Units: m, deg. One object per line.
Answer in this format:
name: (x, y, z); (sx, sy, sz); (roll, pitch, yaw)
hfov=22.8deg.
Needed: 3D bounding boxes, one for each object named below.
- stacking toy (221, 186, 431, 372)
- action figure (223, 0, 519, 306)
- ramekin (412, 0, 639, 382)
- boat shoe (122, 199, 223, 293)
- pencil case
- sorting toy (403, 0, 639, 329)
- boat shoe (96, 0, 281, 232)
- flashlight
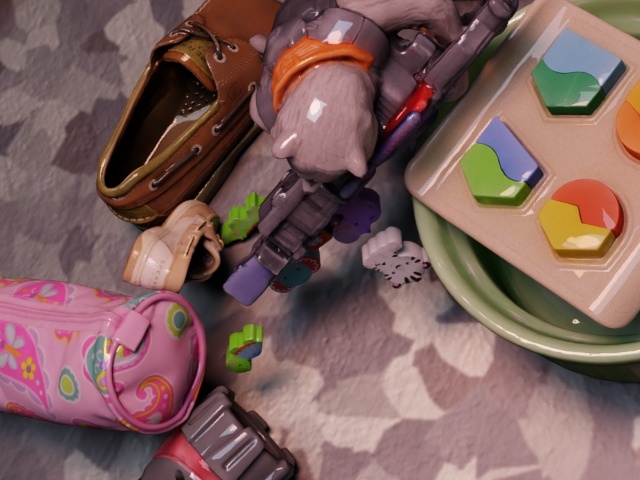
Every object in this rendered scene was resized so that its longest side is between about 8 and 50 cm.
stacking toy: (0.000, 0.000, 1.327); (0.221, 0.052, 0.167); (-35, 38, 30)
action figure: (-0.019, -0.125, 1.249); (0.341, 0.178, 0.330); (-50, 22, 21)
ramekin: (0.236, -0.035, 1.242); (0.303, 0.148, 0.303); (-6, 70, 18)
boat shoe: (-0.114, 0.012, 1.362); (0.059, 0.170, 0.063); (25, 111, 8)
pencil case: (-0.228, 0.090, 1.345); (0.284, 0.124, 0.124); (6, 73, 41)
sorting toy: (0.190, -0.065, 1.164); (0.208, 0.038, 0.193); (36, 87, 27)
boat shoe: (-0.094, -0.148, 1.428); (0.111, 0.104, 0.307); (23, 81, 26)
flashlight: (-0.159, 0.257, 1.317); (0.304, 0.103, 0.103); (-44, 66, 0)
